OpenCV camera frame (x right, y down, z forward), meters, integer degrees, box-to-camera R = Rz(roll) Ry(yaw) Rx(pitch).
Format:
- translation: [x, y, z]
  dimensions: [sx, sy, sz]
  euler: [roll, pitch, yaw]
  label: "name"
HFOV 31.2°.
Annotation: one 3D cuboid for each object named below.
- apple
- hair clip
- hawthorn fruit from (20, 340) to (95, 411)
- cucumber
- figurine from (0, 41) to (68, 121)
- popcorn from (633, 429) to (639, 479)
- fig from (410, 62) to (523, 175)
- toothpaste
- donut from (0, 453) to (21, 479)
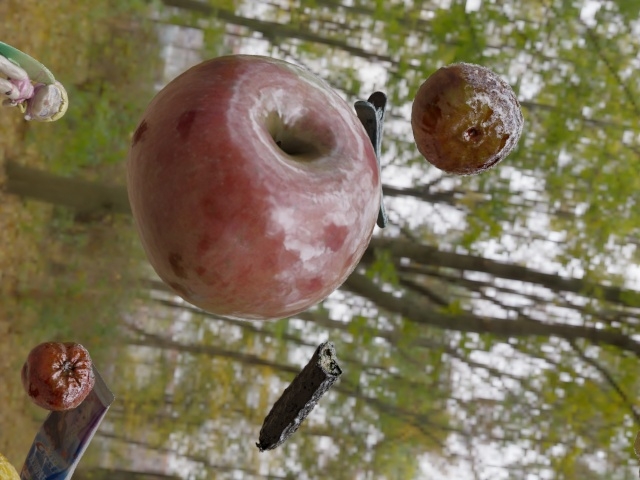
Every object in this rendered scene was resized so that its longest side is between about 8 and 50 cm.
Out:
- translation: [-0.091, -0.057, 1.384]
  dimensions: [0.269, 0.345, 0.345]
  euler: [-45, -148, 39]
  label: "apple"
- translation: [0.086, -0.124, 1.870]
  dimensions: [0.070, 0.039, 0.229]
  euler: [-35, 127, -54]
  label: "hair clip"
- translation: [-0.317, 0.165, 1.380]
  dimensions: [0.093, 0.093, 0.093]
  euler: [-172, -90, -81]
  label: "hawthorn fruit"
- translation: [-0.030, 0.217, 1.557]
  dimensions: [0.181, 0.053, 0.053]
  euler: [-53, -162, 15]
  label: "cucumber"
- translation: [-0.407, -0.212, 1.550]
  dimensions: [0.187, 0.083, 0.083]
  euler: [26, 69, -66]
  label: "figurine"
- translation: [0.658, 0.392, 1.988]
  dimensions: [0.212, 0.259, 0.259]
  euler: [29, 65, -62]
  label: "popcorn"
- translation: [0.206, -0.167, 1.570]
  dimensions: [0.148, 0.149, 0.202]
  euler: [-41, 171, 29]
  label: "fig"
- translation: [-0.377, 0.295, 1.664]
  dimensions: [0.096, 0.061, 0.266]
  euler: [47, -64, 35]
  label: "toothpaste"
- translation: [-0.368, 0.290, 1.043]
  dimensions: [0.118, 0.253, 0.253]
  euler: [43, 44, -52]
  label: "donut"
